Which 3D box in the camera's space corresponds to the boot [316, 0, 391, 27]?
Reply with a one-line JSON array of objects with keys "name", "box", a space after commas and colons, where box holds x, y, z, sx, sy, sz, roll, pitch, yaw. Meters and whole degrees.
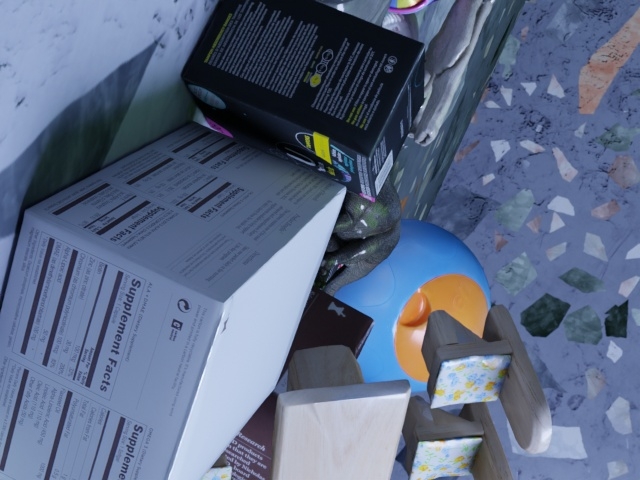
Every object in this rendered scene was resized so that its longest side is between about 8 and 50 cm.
[{"name": "boot", "box": [0.054, -0.254, 1.121, 0.246, 0.083, 0.161, -50, 155, -33]}]

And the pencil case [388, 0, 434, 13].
[{"name": "pencil case", "box": [0.116, -0.318, 1.302, 0.236, 0.104, 0.104, -44, 156, -64]}]

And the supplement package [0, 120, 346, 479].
[{"name": "supplement package", "box": [-0.110, 0.055, 0.834, 0.262, 0.145, 0.204, -44, 156, -64]}]

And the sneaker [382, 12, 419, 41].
[{"name": "sneaker", "box": [0.059, -0.227, 1.270, 0.235, 0.090, 0.094, -57, 158, -49]}]

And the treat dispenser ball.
[{"name": "treat dispenser ball", "box": [0.137, 0.107, 1.865, 0.288, 0.288, 0.288, 24, 90, -80]}]

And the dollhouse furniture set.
[{"name": "dollhouse furniture set", "box": [0.013, 0.294, 1.098, 0.394, 0.362, 0.256, 97, -17, -45]}]

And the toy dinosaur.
[{"name": "toy dinosaur", "box": [0.045, -0.023, 1.350, 0.160, 0.121, 0.313, -26, 123, -25]}]

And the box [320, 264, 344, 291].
[{"name": "box", "box": [0.000, 0.000, 1.548, 0.216, 0.060, 0.270, -64, 170, -10]}]

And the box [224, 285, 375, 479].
[{"name": "box", "box": [-0.083, 0.244, 1.371, 0.191, 0.143, 0.381, -53, 171, -52]}]

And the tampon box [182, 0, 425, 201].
[{"name": "tampon box", "box": [-0.009, -0.121, 0.904, 0.101, 0.161, 0.120, -64, 169, -10]}]

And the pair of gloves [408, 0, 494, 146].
[{"name": "pair of gloves", "box": [0.140, -0.212, 1.329, 0.240, 0.042, 0.204, -123, -124, -83]}]
